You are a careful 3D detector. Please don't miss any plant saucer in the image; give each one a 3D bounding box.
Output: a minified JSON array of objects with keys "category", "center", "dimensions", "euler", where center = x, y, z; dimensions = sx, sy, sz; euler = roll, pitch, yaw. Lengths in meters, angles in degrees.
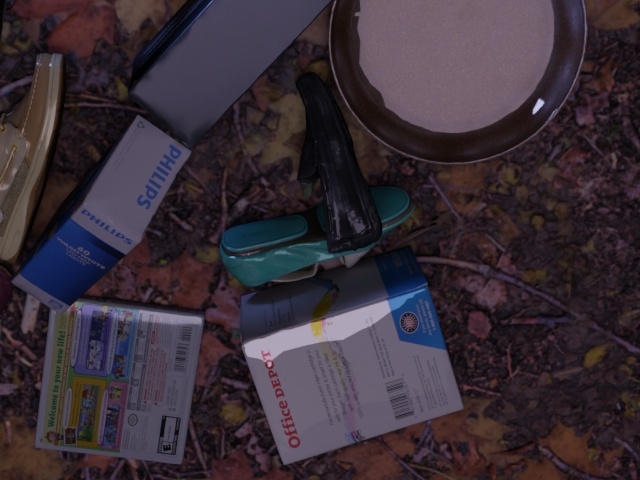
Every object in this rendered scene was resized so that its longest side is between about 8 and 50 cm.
[{"category":"plant saucer","center":[0.162,-0.246,1.584],"dimensions":[0.310,0.050,0.310],"euler":[-1,108,-3]}]

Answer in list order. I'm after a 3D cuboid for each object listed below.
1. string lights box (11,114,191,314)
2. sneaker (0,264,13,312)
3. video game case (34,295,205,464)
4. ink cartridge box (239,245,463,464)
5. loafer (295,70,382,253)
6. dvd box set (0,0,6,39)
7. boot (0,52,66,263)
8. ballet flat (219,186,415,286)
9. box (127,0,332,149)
[{"category":"string lights box","center":[-0.251,-0.023,1.503],"dimensions":[0.077,0.133,0.259],"euler":[35,146,-13]},{"category":"sneaker","center":[-0.453,0.104,1.627],"dimensions":[0.185,0.084,0.069],"euler":[-41,106,9]},{"category":"video game case","center":[-0.258,0.178,1.698],"dimensions":[0.193,0.023,0.212],"euler":[8,107,-7]},{"category":"ink cartridge box","center":[0.032,0.136,1.630],"dimensions":[0.232,0.168,0.171],"euler":[-17,108,1]},{"category":"loafer","center":[0.006,-0.093,1.573],"dimensions":[0.078,0.076,0.223],"euler":[-19,80,3]},{"category":"dvd box set","center":[-0.521,-0.292,1.367],"dimensions":[0.420,0.062,0.308],"euler":[-4,65,11]},{"category":"boot","center":[-0.416,-0.119,1.558],"dimensions":[0.203,0.095,0.262],"euler":[17,109,-8]},{"category":"ballet flat","center":[0.000,0.000,1.642],"dimensions":[0.247,0.083,0.087],"euler":[-15,132,0]},{"category":"box","center":[-0.094,-0.246,1.493],"dimensions":[0.103,0.184,0.261],"euler":[42,100,-15]}]
